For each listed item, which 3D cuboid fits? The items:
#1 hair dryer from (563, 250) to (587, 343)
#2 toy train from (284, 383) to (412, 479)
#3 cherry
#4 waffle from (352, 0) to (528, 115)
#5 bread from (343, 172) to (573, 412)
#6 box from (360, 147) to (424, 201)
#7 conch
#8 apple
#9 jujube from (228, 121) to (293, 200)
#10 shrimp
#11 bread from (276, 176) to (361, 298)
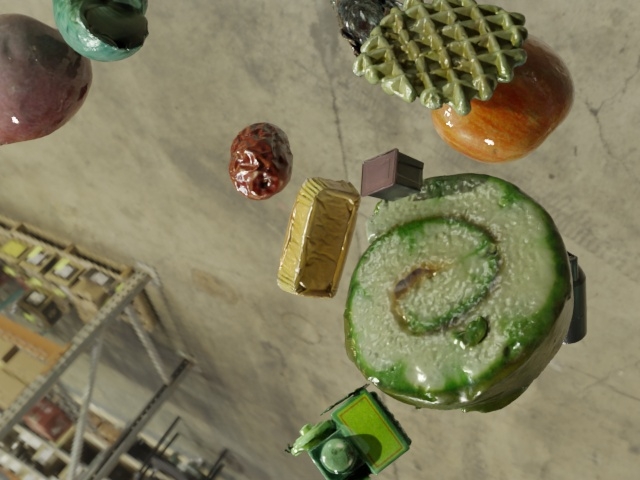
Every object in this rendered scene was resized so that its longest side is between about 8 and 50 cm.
[{"bbox_3d":[0.509,0.146,1.783,0.303,0.116,0.244,-11,115,3],"label":"hair dryer"},{"bbox_3d":[0.053,0.361,1.252,0.159,0.188,0.271,52,171,14],"label":"toy train"},{"bbox_3d":[-0.567,-0.310,1.385,0.206,0.239,0.239,-12,124,37],"label":"cherry"},{"bbox_3d":[0.229,-0.367,1.351,0.309,0.291,0.056,27,156,30],"label":"waffle"},{"bbox_3d":[0.189,0.068,1.094,0.382,0.366,0.129,50,178,39],"label":"bread"},{"bbox_3d":[0.109,-0.094,1.071,0.063,0.060,0.085,16,161,-30],"label":"box"},{"bbox_3d":[-0.388,-0.418,1.295,0.196,0.202,0.134,40,149,-10],"label":"conch"},{"bbox_3d":[0.392,-0.298,1.505,0.302,0.301,0.301,25,146,19],"label":"apple"},{"bbox_3d":[-0.157,-0.209,1.885,0.174,0.250,0.174,-5,129,-6],"label":"jujube"},{"bbox_3d":[0.127,-0.483,1.568,0.372,0.172,0.137,58,-172,32],"label":"shrimp"},{"bbox_3d":[0.000,0.000,1.649,0.153,0.287,0.119,9,-168,-25],"label":"bread"}]
